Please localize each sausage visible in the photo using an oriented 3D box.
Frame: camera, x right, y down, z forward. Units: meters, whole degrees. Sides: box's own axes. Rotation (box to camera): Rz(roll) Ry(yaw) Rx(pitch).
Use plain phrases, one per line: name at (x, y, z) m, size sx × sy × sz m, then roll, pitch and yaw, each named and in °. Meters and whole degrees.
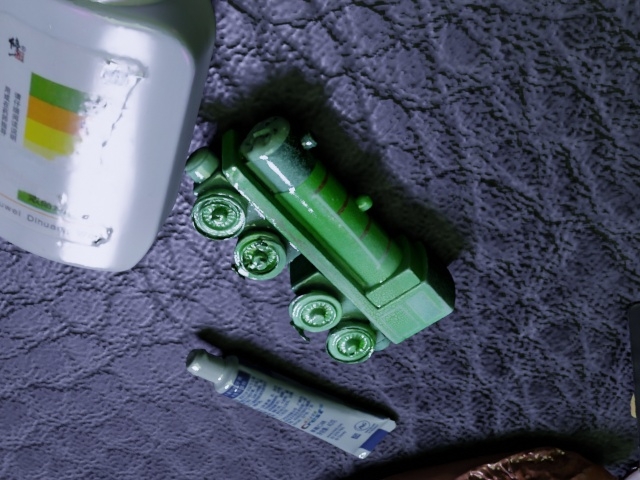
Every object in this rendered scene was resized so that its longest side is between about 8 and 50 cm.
sausage at (0.125, 0.258, 1.230) m, size 0.326 × 0.079 × 0.087 m, roll -15°, pitch 117°, yaw 13°

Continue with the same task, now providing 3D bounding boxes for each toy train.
toy train at (0.000, 0.000, 1.019) m, size 0.119 × 0.085 × 0.251 m, roll -31°, pitch 124°, yaw 19°

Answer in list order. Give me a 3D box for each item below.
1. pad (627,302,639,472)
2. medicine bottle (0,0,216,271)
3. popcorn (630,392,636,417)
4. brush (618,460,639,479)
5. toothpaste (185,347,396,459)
pad at (0.327, 0.129, 1.089) m, size 0.112 × 0.003 × 0.157 m, roll -4°, pitch 86°, yaw 6°
medicine bottle at (-0.164, -0.122, 0.899) m, size 0.161 × 0.111 × 0.296 m, roll 21°, pitch 128°, yaw 0°
popcorn at (0.335, 0.160, 1.131) m, size 0.109 × 0.089 × 0.097 m, roll 40°, pitch 105°, yaw 3°
brush at (0.431, 0.204, 1.190) m, size 0.312 × 0.072 × 0.067 m, roll -27°, pitch 147°, yaw 19°
toothpaste at (-0.030, 0.150, 1.173) m, size 0.216 × 0.037 × 0.062 m, roll 26°, pitch 126°, yaw -23°
